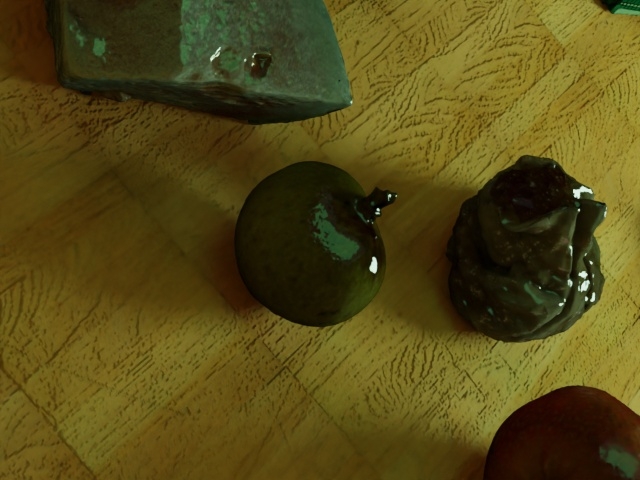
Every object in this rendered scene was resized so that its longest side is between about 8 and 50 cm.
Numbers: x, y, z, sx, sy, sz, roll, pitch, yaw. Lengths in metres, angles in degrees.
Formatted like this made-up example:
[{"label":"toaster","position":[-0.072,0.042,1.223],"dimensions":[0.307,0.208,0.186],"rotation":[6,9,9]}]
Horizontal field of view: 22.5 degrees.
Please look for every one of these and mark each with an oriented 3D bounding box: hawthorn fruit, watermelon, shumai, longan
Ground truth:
[{"label":"hawthorn fruit","position":[0.267,0.226,1.595],"dimensions":[0.196,0.196,0.225],"rotation":[51,33,2]},{"label":"watermelon","position":[-0.161,-0.220,1.541],"dimensions":[0.387,0.228,0.258],"rotation":[48,51,-15]},{"label":"shumai","position":[0.251,-0.002,1.733],"dimensions":[0.218,0.185,0.184],"rotation":[-14,71,-44]},{"label":"longan","position":[0.000,0.000,1.540],"dimensions":[0.155,0.176,0.145],"rotation":[56,26,-15]}]

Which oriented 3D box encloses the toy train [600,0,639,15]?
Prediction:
[{"label":"toy train","position":[0.437,-0.426,2.244],"dimensions":[0.154,0.115,0.269],"rotation":[-3,64,-31]}]
